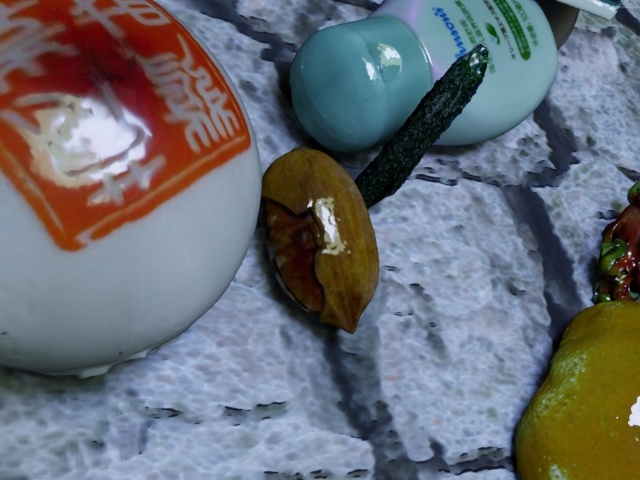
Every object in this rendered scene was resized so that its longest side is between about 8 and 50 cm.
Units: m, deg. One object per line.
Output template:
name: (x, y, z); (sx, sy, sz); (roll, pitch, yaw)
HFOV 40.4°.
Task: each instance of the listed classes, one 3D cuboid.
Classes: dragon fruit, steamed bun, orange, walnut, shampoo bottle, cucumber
dragon fruit: (0.417, 0.010, 1.128); (0.175, 0.142, 0.138); (-35, 123, -16)
steamed bun: (-0.221, -0.079, 0.745); (0.374, 0.241, 0.374); (11, 60, -20)
orange: (0.374, 0.211, 0.993); (0.262, 0.196, 0.334); (38, 61, 8)
walnut: (0.000, 0.000, 0.915); (0.116, 0.116, 0.207); (-16, 83, -33)
shampoo bottle: (0.118, -0.207, 1.044); (0.349, 0.151, 0.222); (-22, 87, -33)
cucumber: (0.104, -0.113, 0.927); (0.043, 0.257, 0.044); (-15, 67, -36)

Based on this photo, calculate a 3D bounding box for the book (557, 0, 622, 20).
book: (0.218, -0.412, 1.156); (0.379, 0.031, 0.264); (21, 39, 2)

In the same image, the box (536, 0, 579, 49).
box: (0.304, -0.352, 1.250); (0.146, 0.088, 0.200); (30, 56, -11)
